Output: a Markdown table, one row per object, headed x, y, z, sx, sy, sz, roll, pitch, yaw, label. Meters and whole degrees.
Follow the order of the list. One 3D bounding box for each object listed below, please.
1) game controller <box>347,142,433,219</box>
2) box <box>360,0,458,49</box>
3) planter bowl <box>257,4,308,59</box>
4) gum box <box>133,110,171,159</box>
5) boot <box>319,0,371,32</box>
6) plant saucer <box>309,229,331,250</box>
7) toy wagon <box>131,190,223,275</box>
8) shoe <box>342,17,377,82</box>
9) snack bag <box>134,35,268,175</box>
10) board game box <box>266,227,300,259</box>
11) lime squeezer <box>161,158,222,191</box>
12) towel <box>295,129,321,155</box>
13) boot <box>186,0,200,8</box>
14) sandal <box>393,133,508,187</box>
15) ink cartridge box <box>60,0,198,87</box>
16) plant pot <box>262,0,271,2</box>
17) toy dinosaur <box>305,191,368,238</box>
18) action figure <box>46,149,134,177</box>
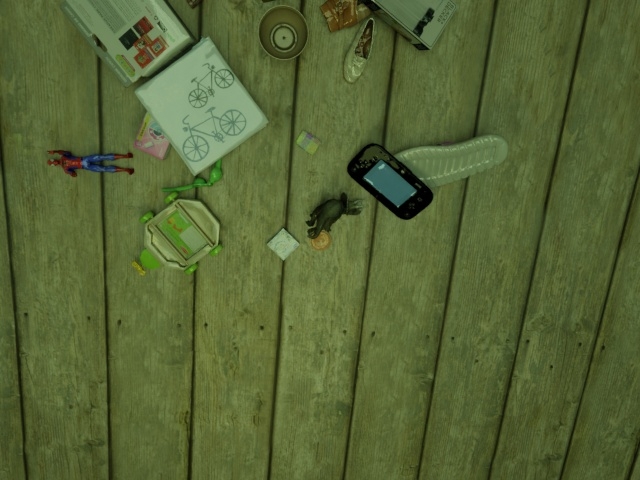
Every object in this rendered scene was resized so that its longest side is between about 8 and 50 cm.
| x | y | z | sx | sy | sz | roll | pitch | yaw | label |
| --- | --- | --- | --- | --- | --- | --- | --- | --- | --- |
| 0.252 | -0.210 | 1.669 | 0.319 | 0.067 | 0.166 | 38 | 135 | -12 | game controller |
| 0.285 | -0.775 | 1.503 | 0.289 | 0.087 | 0.169 | 29 | 100 | -25 | box |
| -0.122 | -0.673 | 1.524 | 0.161 | 0.109 | 0.162 | -1 | 104 | -4 | planter bowl |
| -0.552 | -0.386 | 1.593 | 0.107 | 0.062 | 0.189 | 25 | 101 | -10 | gum box |
| 0.065 | -0.803 | 1.525 | 0.152 | 0.073 | 0.197 | -22 | 102 | 6 | boot |
| 0.000 | 0.000 | 1.755 | 0.083 | 0.013 | 0.084 | -1 | 104 | -3 | plant saucer |
| -0.536 | -0.003 | 1.691 | 0.344 | 0.068 | 0.267 | -36 | 104 | 6 | toy wagon |
| 0.134 | -0.647 | 1.574 | 0.076 | 0.058 | 0.219 | 19 | 102 | -8 | shoe |
| -0.399 | -0.442 | 1.545 | 0.323 | 0.037 | 0.343 | -36 | 107 | 2 | snack bag |
| -0.140 | 0.013 | 1.745 | 0.090 | 0.020 | 0.090 | -44 | 102 | 7 | board game box |
| -0.422 | -0.235 | 1.645 | 0.310 | 0.059 | 0.110 | -38 | 104 | 7 | lime squeezer |
| -0.044 | -0.350 | 1.664 | 0.083 | 0.009 | 0.060 | 32 | 101 | -10 | towel |
| -0.405 | -0.832 | 1.501 | 0.114 | 0.037 | 0.106 | -36 | 117 | 9 | boot |
| 0.451 | -0.290 | 1.666 | 0.415 | 0.102 | 0.170 | -7 | 125 | 15 | sandal |
| -0.603 | -0.689 | 1.478 | 0.271 | 0.130 | 0.310 | -35 | 104 | 7 | ink cartridge box |
| -0.157 | -0.828 | 1.495 | 0.081 | 0.083 | 0.081 | -12 | 105 | -2 | plant pot |
| 0.024 | -0.095 | 1.637 | 0.121 | 0.313 | 0.160 | 50 | 122 | 12 | toy dinosaur |
| -0.801 | -0.262 | 1.575 | 0.280 | 0.139 | 0.092 | 0 | 103 | -1 | action figure |
